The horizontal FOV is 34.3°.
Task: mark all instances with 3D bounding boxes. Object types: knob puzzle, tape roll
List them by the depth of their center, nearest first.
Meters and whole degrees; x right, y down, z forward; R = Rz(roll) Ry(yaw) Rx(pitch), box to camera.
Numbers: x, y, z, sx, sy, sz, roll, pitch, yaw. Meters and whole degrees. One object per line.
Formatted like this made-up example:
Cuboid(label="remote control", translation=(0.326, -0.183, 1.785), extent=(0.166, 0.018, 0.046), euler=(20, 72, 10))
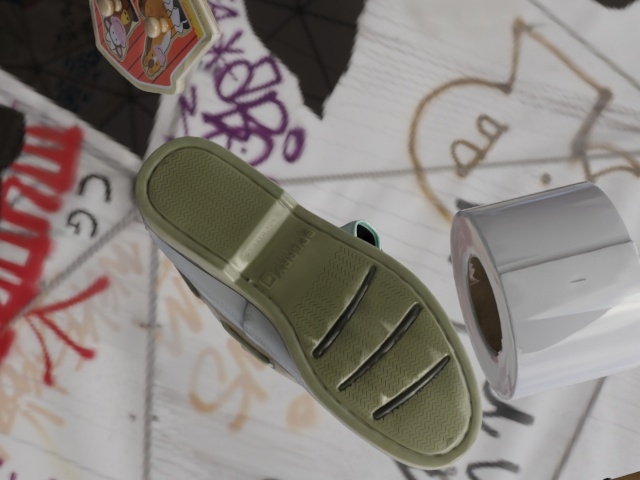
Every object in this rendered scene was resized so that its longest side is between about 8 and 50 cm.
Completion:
Cuboid(label="knob puzzle", translation=(-0.180, -0.222, 0.974), extent=(0.213, 0.030, 0.213), euler=(28, -51, 41))
Cuboid(label="tape roll", translation=(0.279, 0.062, 1.296), extent=(0.246, 0.169, 0.246), euler=(167, -90, -83))

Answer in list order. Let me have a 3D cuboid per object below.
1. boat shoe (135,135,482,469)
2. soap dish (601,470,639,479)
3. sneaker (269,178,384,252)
Cuboid(label="boat shoe", translation=(-0.007, 0.047, 0.759), extent=(0.113, 0.302, 0.103), euler=(-43, 169, -15))
Cuboid(label="soap dish", translation=(0.341, 0.300, 0.931), extent=(0.118, 0.290, 0.229), euler=(34, -60, 47))
Cuboid(label="sneaker", translation=(0.001, 0.000, 1.113), extent=(0.151, 0.094, 0.256), euler=(-47, -127, 32))
